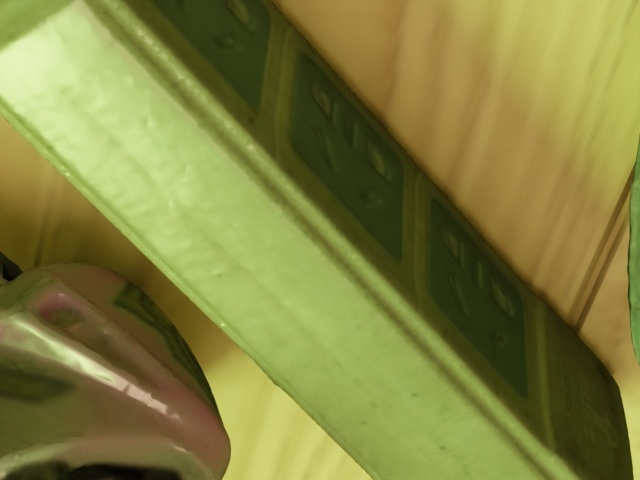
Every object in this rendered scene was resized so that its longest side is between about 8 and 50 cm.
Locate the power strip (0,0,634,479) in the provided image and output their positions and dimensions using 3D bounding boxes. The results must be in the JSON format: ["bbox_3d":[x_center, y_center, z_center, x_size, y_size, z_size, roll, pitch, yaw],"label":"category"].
[{"bbox_3d":[0.000,0.000,0.522,0.052,0.078,0.272,-30,119,24],"label":"power strip"}]

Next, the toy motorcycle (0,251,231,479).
[{"bbox_3d":[-0.162,0.081,0.566,0.327,0.188,0.143,7,142,20],"label":"toy motorcycle"}]

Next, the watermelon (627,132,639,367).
[{"bbox_3d":[0.210,-0.033,0.399,0.148,0.226,0.318,2,147,-30],"label":"watermelon"}]
